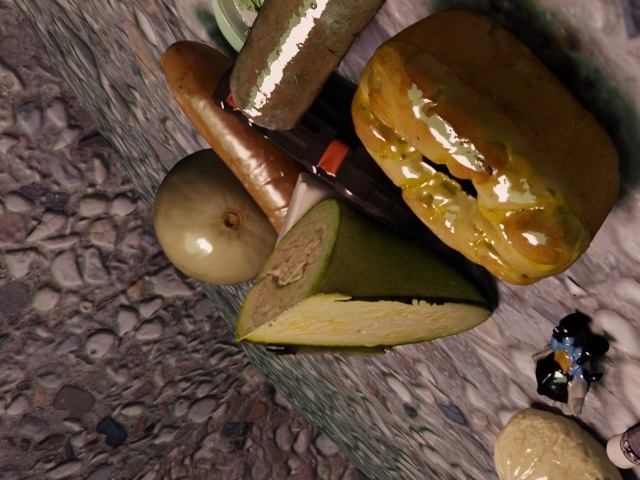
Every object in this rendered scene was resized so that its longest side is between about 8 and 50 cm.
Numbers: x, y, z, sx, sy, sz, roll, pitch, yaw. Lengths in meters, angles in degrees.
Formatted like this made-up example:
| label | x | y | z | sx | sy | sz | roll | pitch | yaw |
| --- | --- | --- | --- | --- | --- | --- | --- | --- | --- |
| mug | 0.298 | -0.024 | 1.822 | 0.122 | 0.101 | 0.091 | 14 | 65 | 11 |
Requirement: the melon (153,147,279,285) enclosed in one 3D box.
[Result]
| label | x | y | z | sx | sy | sz | roll | pitch | yaw |
| --- | --- | --- | --- | --- | --- | --- | --- | --- | --- |
| melon | -0.173 | -0.043 | 1.403 | 0.272 | 0.272 | 0.308 | 48 | -161 | 1 |

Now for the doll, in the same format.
| label | x | y | z | sx | sy | sz | roll | pitch | yaw |
| --- | --- | --- | --- | --- | --- | --- | --- | --- | --- |
| doll | 0.305 | 0.164 | 0.982 | 0.096 | 0.070 | 0.195 | 57 | 163 | 31 |

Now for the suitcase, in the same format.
| label | x | y | z | sx | sy | sz | roll | pitch | yaw |
| --- | --- | --- | --- | --- | --- | --- | --- | --- | --- |
| suitcase | 0.008 | -0.114 | 1.007 | 0.285 | 0.066 | 0.206 | 38 | -174 | 35 |

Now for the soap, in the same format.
| label | x | y | z | sx | sy | sz | roll | pitch | yaw |
| --- | --- | --- | --- | --- | --- | --- | --- | --- | --- |
| soap | 0.000 | 0.000 | 1.159 | 0.121 | 0.183 | 0.064 | 14 | -155 | -11 |

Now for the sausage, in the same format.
| label | x | y | z | sx | sy | sz | roll | pitch | yaw |
| --- | --- | --- | --- | --- | --- | --- | --- | --- | --- |
| sausage | -0.065 | -0.105 | 1.224 | 0.136 | 0.123 | 0.501 | -22 | 112 | 37 |

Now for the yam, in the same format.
| label | x | y | z | sx | sy | sz | roll | pitch | yaw |
| --- | --- | --- | --- | --- | --- | --- | --- | --- | --- |
| yam | -0.011 | -0.222 | 0.798 | 0.106 | 0.106 | 0.259 | 47 | 137 | 6 |

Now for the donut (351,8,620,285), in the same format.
| label | x | y | z | sx | sy | sz | roll | pitch | yaw |
| --- | --- | --- | --- | --- | --- | --- | --- | --- | --- |
| donut | 0.146 | -0.084 | 0.722 | 0.261 | 0.128 | 0.208 | 49 | 165 | -2 |

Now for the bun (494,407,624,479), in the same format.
| label | x | y | z | sx | sy | sz | roll | pitch | yaw |
| --- | --- | --- | --- | --- | --- | --- | --- | --- | --- |
| bun | 0.358 | 0.366 | 1.183 | 0.220 | 0.134 | 0.220 | 41 | 158 | 20 |

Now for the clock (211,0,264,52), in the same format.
| label | x | y | z | sx | sy | sz | roll | pitch | yaw |
| --- | --- | --- | --- | --- | --- | --- | --- | --- | --- |
| clock | -0.062 | -0.280 | 0.929 | 0.159 | 0.066 | 0.211 | 42 | 162 | 17 |

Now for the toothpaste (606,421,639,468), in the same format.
| label | x | y | z | sx | sy | sz | roll | pitch | yaw |
| --- | --- | --- | --- | --- | --- | --- | --- | --- | --- |
| toothpaste | 0.409 | 0.237 | 0.933 | 0.071 | 0.045 | 0.193 | 37 | 156 | 10 |

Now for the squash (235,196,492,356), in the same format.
| label | x | y | z | sx | sy | sz | roll | pitch | yaw |
| --- | --- | --- | --- | --- | --- | --- | --- | --- | --- |
| squash | 0.083 | 0.102 | 1.071 | 0.309 | 0.210 | 0.233 | 34 | 139 | -19 |
